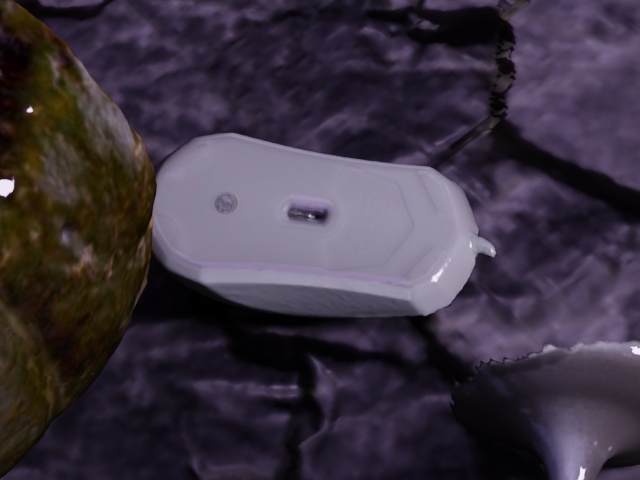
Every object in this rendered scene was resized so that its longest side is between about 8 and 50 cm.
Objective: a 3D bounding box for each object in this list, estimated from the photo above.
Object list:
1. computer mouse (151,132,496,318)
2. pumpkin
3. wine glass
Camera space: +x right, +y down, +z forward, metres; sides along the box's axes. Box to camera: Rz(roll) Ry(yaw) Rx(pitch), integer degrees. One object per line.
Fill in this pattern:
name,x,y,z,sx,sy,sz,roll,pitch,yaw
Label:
computer mouse,0.000,0.000,0.553,0.110,0.032,0.056,8,60,7
pumpkin,-0.208,-0.041,0.514,0.317,0.222,0.139,26,67,28
wine glass,0.056,0.152,0.416,0.074,0.074,0.262,0,57,13
